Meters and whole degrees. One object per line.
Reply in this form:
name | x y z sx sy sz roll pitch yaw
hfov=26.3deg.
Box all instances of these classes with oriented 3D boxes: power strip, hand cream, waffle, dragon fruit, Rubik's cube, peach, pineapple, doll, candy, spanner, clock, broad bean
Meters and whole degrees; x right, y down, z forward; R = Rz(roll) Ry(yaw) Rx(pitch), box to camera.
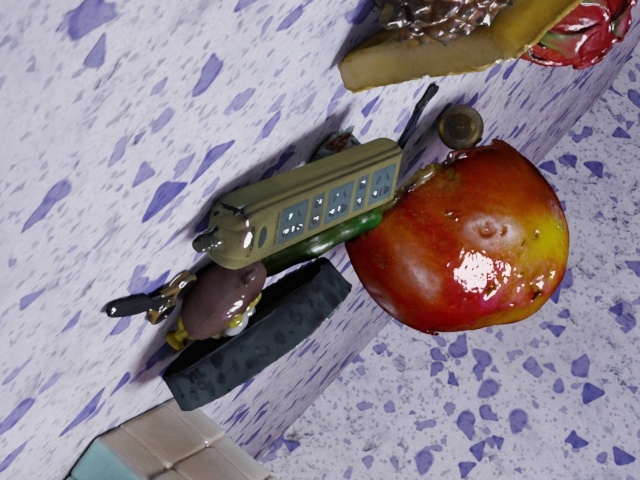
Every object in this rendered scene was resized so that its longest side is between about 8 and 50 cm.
power strip | -0.023 -0.047 1.775 0.387 0.066 0.092 -24 134 -44
hand cream | 0.259 -0.198 2.538 0.084 0.084 0.203 -50 174 1
waffle | 0.172 -0.259 1.679 0.247 0.055 0.221 -6 -156 40
dragon fruit | 0.342 -0.359 2.069 0.293 0.234 0.234 -11 153 -20
Rubik's cube | -0.253 0.484 2.162 0.322 0.316 0.319 -54 168 16
peach | 0.238 -0.009 2.426 0.339 0.416 0.353 -44 -144 45
pineapple | 0.129 -0.286 1.497 0.193 0.166 0.166 -43 167 -26
doll | -0.137 0.086 1.873 0.145 0.096 0.188 -41 178 -23
candy | 0.022 -0.096 1.968 0.086 0.059 0.292 -49 170 -13
spanner | 0.154 -0.193 2.291 0.046 0.012 0.208 -43 167 -37
clock | -0.095 0.134 1.998 0.312 0.061 0.312 -35 -174 4
broad bean | 0.000 0.000 2.038 0.292 0.049 0.144 -23 173 -46

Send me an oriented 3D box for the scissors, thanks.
scissors | -0.218 0.078 1.708 0.088 0.017 0.220 -49 170 12
